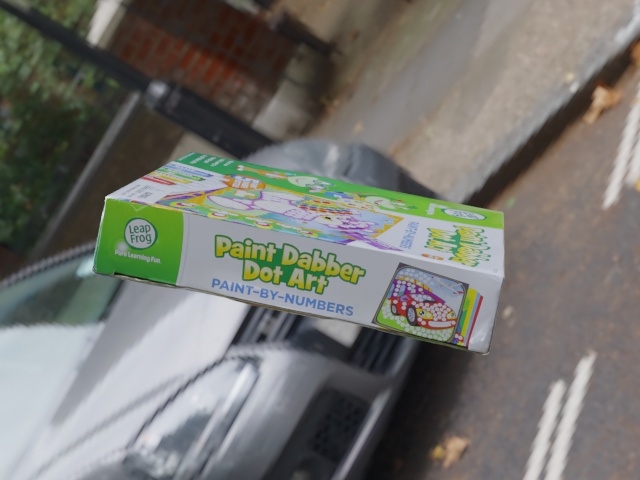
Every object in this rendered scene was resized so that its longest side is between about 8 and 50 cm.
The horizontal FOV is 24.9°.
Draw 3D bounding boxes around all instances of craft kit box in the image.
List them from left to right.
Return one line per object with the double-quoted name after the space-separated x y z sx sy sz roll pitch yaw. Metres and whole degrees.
0.000 0.000 0.977 0.250 0.246 0.061 -58 -19 -78 "craft kit box"
